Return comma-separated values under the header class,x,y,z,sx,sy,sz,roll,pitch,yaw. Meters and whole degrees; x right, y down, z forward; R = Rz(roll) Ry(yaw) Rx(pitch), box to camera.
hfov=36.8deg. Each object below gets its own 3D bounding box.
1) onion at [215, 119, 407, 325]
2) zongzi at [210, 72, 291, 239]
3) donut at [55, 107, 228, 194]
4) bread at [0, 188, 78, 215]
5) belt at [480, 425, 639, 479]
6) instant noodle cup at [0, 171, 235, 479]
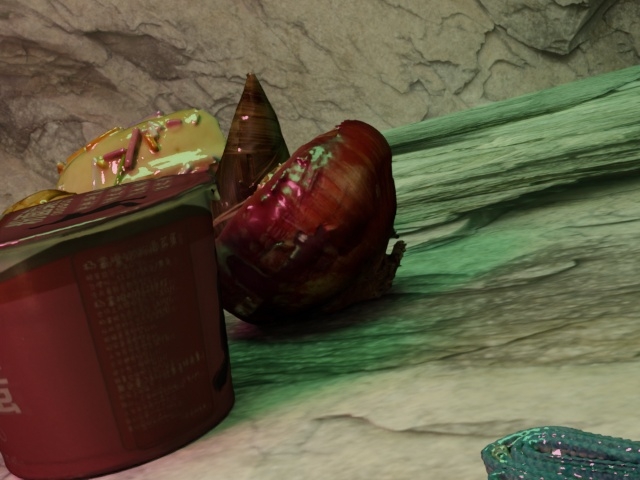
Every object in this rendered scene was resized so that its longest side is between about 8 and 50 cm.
class,x,y,z,sx,sy,sz,roll,pitch,yaw
onion,0.000,0.000,0.935,0.230,0.163,0.230,-45,5,5
zongzi,-0.108,-0.078,1.205,0.111,0.241,0.247,-15,10,-30
donut,-0.246,-0.074,1.431,0.307,0.150,0.371,-23,-7,4
bread,-0.303,0.020,1.142,0.132,0.167,0.294,-19,12,-25
belt,0.143,0.107,0.390,0.100,0.065,0.179,-30,17,-27
instant noodle cup,-0.171,0.060,0.721,0.234,0.179,0.235,-13,10,2
